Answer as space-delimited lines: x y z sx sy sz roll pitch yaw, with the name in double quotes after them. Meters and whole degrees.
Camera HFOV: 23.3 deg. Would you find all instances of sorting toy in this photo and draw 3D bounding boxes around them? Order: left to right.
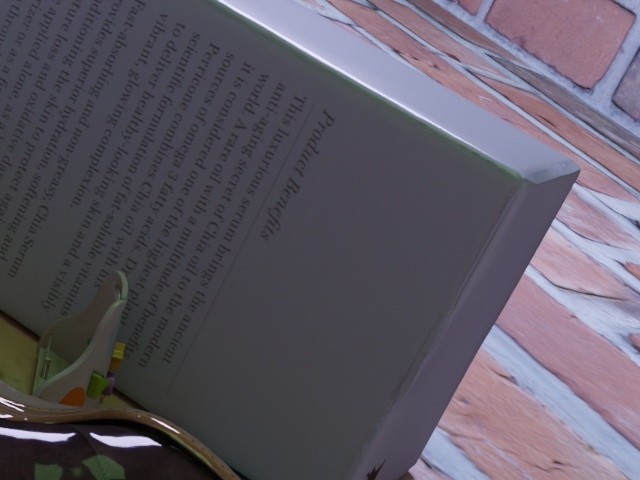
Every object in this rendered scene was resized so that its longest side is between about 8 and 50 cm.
-0.123 0.056 0.834 0.044 0.075 0.083 23 17 -14 "sorting toy"

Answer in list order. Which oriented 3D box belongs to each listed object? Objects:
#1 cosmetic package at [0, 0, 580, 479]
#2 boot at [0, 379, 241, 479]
-0.102 -0.057 0.944 0.453 0.230 0.161 33 16 16 "cosmetic package"
-0.145 0.131 0.610 0.248 0.090 0.207 30 28 1 "boot"
